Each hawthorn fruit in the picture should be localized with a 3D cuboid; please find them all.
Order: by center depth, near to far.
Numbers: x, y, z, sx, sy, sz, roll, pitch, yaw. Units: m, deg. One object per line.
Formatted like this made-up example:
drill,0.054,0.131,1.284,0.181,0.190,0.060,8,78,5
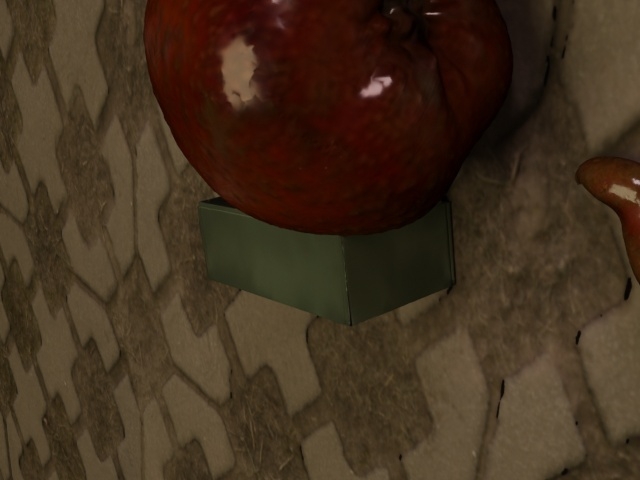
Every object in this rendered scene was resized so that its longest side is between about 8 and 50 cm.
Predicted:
hawthorn fruit,-0.007,-0.149,0.695,0.299,0.275,0.276,24,122,47

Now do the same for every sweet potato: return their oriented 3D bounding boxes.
sweet potato,0.243,0.016,0.611,0.202,0.058,0.055,55,161,22

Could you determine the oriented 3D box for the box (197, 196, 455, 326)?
box,0.000,0.000,0.861,0.225,0.129,0.086,12,113,50
